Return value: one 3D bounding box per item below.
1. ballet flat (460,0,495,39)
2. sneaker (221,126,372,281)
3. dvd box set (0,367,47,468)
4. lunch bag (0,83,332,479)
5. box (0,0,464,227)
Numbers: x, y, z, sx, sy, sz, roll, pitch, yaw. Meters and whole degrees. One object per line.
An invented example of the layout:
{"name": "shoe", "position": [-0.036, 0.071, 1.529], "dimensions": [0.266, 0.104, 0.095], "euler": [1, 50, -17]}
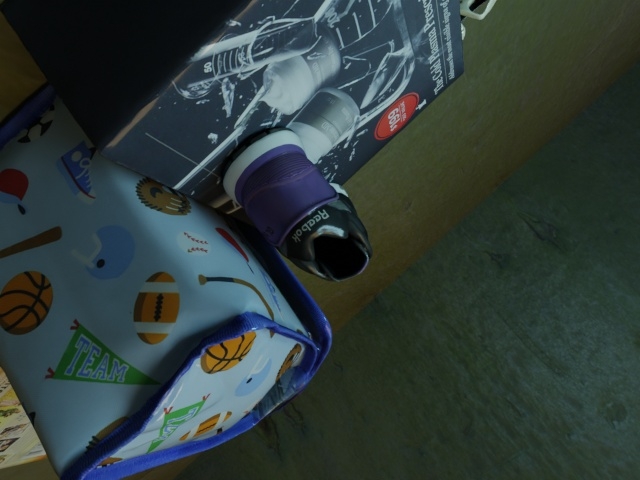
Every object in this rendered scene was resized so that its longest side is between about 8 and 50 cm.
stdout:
{"name": "ballet flat", "position": [0.215, -0.355, 0.776], "dimensions": [0.203, 0.074, 0.074], "euler": [-43, 161, 6]}
{"name": "sneaker", "position": [0.000, 0.000, 0.530], "dimensions": [0.107, 0.124, 0.283], "euler": [-40, 161, 6]}
{"name": "dvd box set", "position": [-0.496, 0.266, 0.813], "dimensions": [0.307, 0.062, 0.420], "euler": [-41, 160, 2]}
{"name": "lunch bag", "position": [-0.165, 0.057, 0.584], "dimensions": [0.239, 0.328, 0.385], "euler": [-40, 159, -2]}
{"name": "box", "position": [-0.037, -0.191, 0.501], "dimensions": [0.312, 0.179, 0.343], "euler": [-42, 161, 7]}
